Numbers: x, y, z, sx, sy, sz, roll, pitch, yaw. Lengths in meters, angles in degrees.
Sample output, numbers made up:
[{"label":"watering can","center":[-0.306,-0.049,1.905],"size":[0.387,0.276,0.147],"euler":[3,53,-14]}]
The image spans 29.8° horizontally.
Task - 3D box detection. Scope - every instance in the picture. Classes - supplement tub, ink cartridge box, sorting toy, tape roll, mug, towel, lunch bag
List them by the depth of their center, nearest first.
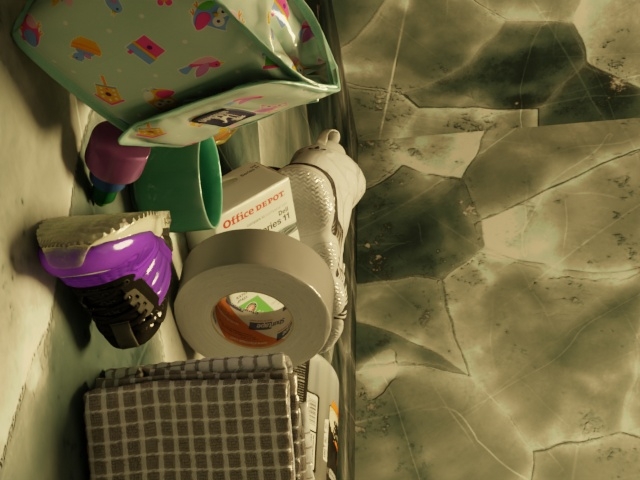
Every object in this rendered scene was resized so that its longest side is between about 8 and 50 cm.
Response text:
[{"label":"lunch bag","center":[-0.133,-0.200,1.202],"size":[0.262,0.223,0.160],"euler":[47,38,-38]},{"label":"towel","center":[-0.126,0.268,1.276],"size":[0.121,0.235,0.283],"euler":[-18,103,-76]},{"label":"sorting toy","center":[-0.220,-0.179,1.426],"size":[0.126,0.127,0.365],"euler":[121,-18,-46]},{"label":"mug","center":[-0.183,-0.070,1.528],"size":[0.158,0.097,0.129],"euler":[66,21,-70]},{"label":"tape roll","center":[-0.091,0.086,1.670],"size":[0.072,0.219,0.219],"euler":[-83,167,-47]},{"label":"supplement tub","center":[-0.072,0.325,1.777],"size":[0.193,0.193,0.316],"euler":[78,12,-46]},{"label":"ink cartridge box","center":[-0.111,0.010,1.785],"size":[0.153,0.087,0.208],"euler":[-32,128,-32]}]

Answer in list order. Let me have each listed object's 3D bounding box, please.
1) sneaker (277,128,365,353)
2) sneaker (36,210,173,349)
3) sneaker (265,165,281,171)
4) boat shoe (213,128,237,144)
[{"label":"sneaker","center":[0.000,0.000,1.976],"size":[0.210,0.137,0.366],"euler":[-61,154,-52]},{"label":"sneaker","center":[-0.209,0.044,1.260],"size":[0.293,0.102,0.146],"euler":[-17,103,-82]},{"label":"sneaker","center":[-0.119,0.007,2.009],"size":[0.281,0.106,0.162],"euler":[-68,160,-49]},{"label":"boat shoe","center":[-0.148,-0.233,1.889],"size":[0.307,0.111,0.104],"euler":[-54,144,-63]}]
